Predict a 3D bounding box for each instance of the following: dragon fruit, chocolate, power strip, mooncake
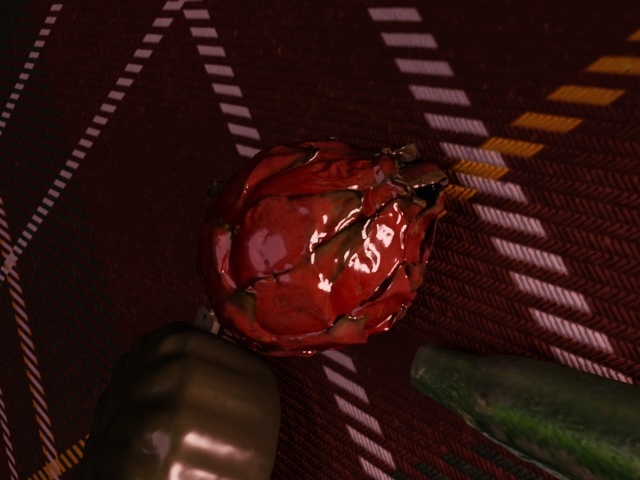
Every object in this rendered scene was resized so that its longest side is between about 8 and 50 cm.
[{"bbox_3d":[0.000,0.000,0.609,0.299,0.244,0.244,-37,65,18],"label":"dragon fruit"},{"bbox_3d":[0.212,0.159,0.508,0.291,0.110,0.110,12,99,45],"label":"chocolate"},{"bbox_3d":[-0.200,0.165,0.940,0.051,0.019,0.136,38,116,37],"label":"power strip"},{"bbox_3d":[-0.216,0.289,0.768,0.351,0.187,0.351,-40,31,30],"label":"mooncake"}]
